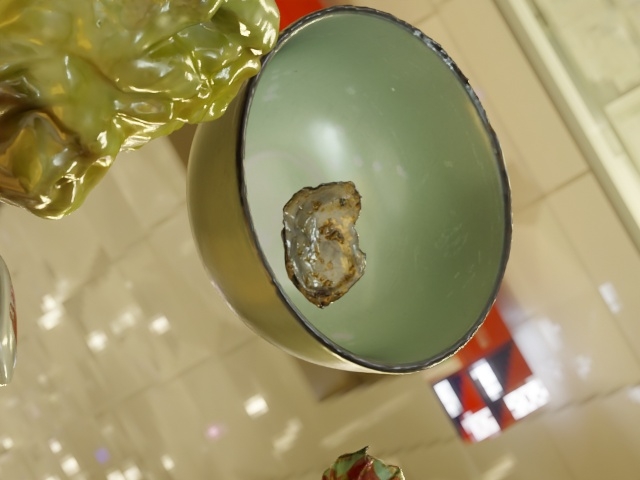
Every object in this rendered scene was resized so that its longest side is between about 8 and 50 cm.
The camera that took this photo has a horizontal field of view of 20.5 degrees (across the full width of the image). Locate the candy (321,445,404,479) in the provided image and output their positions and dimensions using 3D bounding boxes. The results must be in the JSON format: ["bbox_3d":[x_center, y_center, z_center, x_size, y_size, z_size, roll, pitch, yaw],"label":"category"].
[{"bbox_3d":[-0.020,0.245,1.335,0.078,0.084,0.288,-16,-170,38],"label":"candy"}]

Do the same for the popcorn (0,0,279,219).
[{"bbox_3d":[-0.195,-0.189,1.388,0.312,0.312,0.312,-30,180,0],"label":"popcorn"}]

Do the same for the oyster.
[{"bbox_3d":[0.001,0.003,1.095,0.054,0.083,0.019,-6,-164,-11],"label":"oyster"}]

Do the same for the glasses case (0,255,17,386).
[{"bbox_3d":[-0.164,0.040,0.893,0.021,0.032,0.083,-9,-141,-3],"label":"glasses case"}]

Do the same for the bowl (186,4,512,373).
[{"bbox_3d":[0.002,-0.036,1.718,0.185,0.354,0.354,-15,-169,48],"label":"bowl"}]
